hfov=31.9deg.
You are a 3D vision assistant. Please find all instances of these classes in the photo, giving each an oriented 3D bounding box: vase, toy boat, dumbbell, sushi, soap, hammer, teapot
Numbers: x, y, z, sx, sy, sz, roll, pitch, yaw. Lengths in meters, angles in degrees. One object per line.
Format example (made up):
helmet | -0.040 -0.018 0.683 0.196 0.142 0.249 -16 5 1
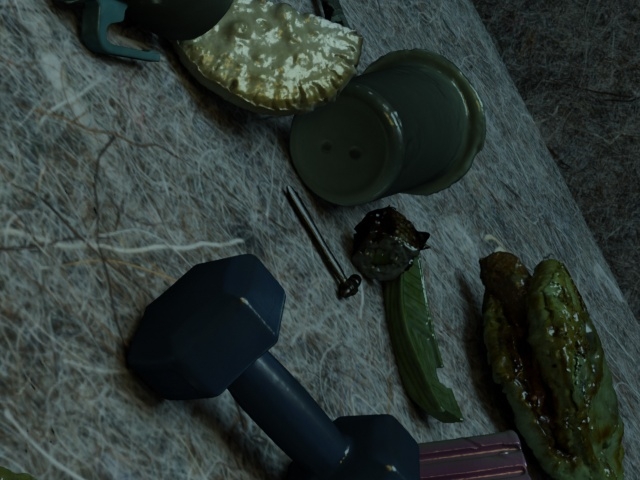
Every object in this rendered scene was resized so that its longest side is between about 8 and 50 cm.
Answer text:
vase | 0.024 -0.414 2.048 0.059 0.059 0.167 32 36 -49
toy boat | 0.143 0.140 1.640 0.093 0.055 0.293 36 33 -43
dumbbell | -0.038 0.167 1.116 0.325 0.160 0.144 51 -6 -24
sushi | 0.100 0.009 1.651 0.098 0.094 0.084 34 29 -16
soap | 0.136 0.288 1.259 0.065 0.203 0.122 85 -2 -45
vase | 0.089 -0.168 1.700 0.245 0.245 0.291 62 29 4
hammer | 0.000 0.000 1.559 0.178 0.021 0.065 57 22 0
teapot | -0.217 -0.317 1.327 0.225 0.171 0.203 -3 96 -58

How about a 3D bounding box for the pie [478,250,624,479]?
pie | 0.426 0.248 1.953 0.418 0.180 0.395 55 21 -30

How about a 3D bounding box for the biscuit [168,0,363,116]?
biscuit | -0.069 -0.246 1.495 0.281 0.084 0.179 8 60 -20

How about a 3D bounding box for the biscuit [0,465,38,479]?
biscuit | -0.244 0.227 0.751 0.273 0.036 0.187 30 37 -50
